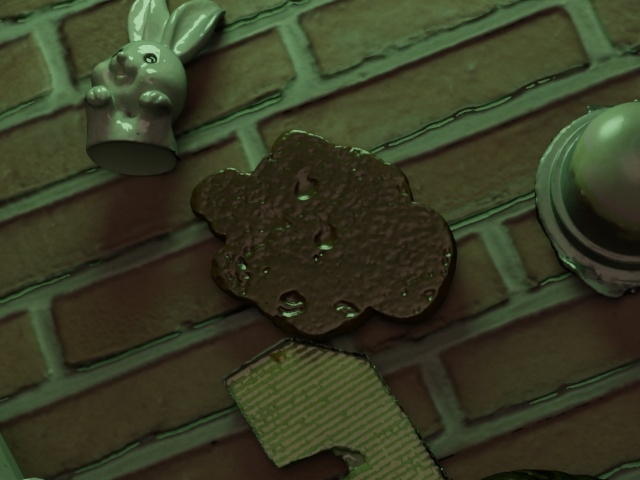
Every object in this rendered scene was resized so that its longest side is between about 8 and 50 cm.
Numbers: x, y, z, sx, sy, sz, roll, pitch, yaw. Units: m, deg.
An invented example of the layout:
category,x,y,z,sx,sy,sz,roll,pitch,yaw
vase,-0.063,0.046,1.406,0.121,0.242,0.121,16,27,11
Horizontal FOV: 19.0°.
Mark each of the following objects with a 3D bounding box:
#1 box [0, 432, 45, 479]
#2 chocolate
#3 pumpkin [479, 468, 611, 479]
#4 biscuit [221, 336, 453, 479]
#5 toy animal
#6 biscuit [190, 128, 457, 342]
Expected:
category,x,y,z,sx,sy,sz,roll,pitch,yaw
box,-0.374,0.248,1.841,0.262,0.291,0.206,-4,48,-37
chocolate,0.310,-0.059,1.903,0.221,0.147,0.221,-2,76,8
pumpkin,0.220,0.333,1.755,0.260,0.189,0.260,15,38,-12
biscuit,0.020,0.205,1.909,0.147,0.046,0.250,-34,71,-2
toy animal,-0.182,-0.190,2.031,0.103,0.131,0.221,2,69,24
biscuit,0.000,0.000,1.982,0.290,0.041,0.208,21,75,15
